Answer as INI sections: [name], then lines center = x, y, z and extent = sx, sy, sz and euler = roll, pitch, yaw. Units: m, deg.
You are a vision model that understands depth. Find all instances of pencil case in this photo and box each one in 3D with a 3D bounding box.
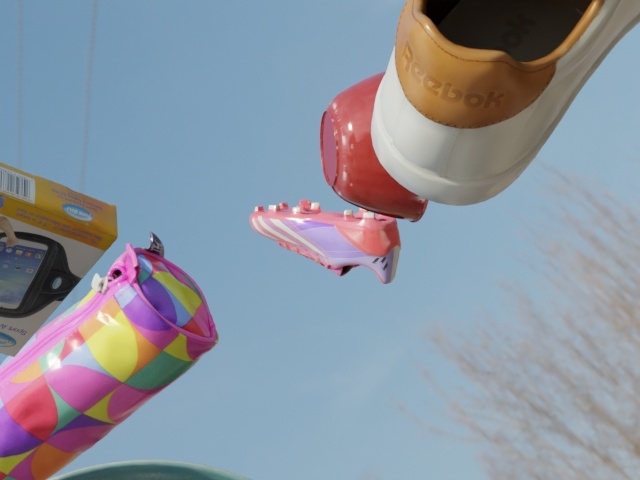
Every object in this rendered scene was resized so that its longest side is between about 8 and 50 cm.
[pencil case]
center = -0.185, 0.099, 0.955
extent = 0.236, 0.104, 0.104
euler = -42, -24, 17

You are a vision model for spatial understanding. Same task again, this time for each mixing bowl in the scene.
[mixing bowl]
center = 0.055, -0.107, 1.453
extent = 0.098, 0.181, 0.181
euler = -4, -38, -11

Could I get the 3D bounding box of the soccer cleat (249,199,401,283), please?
[soccer cleat]
center = 0.000, 0.000, 1.639
extent = 0.083, 0.248, 0.095
euler = -11, -79, -46

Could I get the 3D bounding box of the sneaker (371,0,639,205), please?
[sneaker]
center = 0.123, -0.151, 0.550
extent = 0.290, 0.106, 0.123
euler = -59, -11, -22

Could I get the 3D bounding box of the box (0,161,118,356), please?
[box]
center = -0.182, 0.017, 0.713
extent = 0.081, 0.028, 0.136
euler = 22, -53, -32

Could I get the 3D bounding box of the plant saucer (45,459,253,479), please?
[plant saucer]
center = -0.103, 0.287, 0.734
extent = 0.317, 0.317, 0.044
euler = -35, 0, -19
